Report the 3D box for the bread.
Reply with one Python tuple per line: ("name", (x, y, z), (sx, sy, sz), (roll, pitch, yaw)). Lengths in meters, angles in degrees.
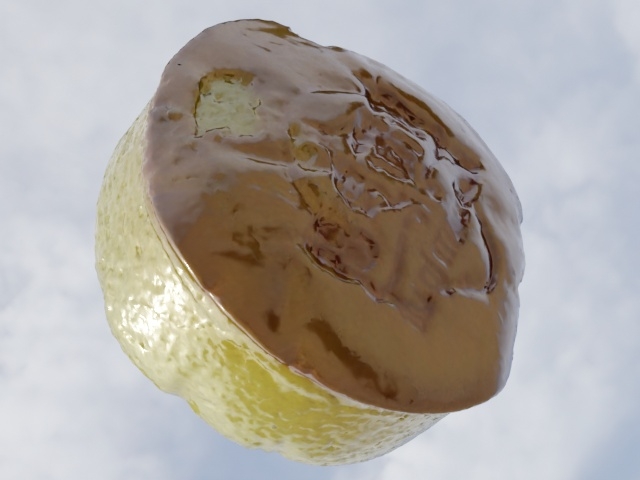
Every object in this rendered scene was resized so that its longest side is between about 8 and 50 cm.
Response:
("bread", (0.000, 0.000, 0.944), (0.270, 0.270, 0.148), (3, -35, -35))
